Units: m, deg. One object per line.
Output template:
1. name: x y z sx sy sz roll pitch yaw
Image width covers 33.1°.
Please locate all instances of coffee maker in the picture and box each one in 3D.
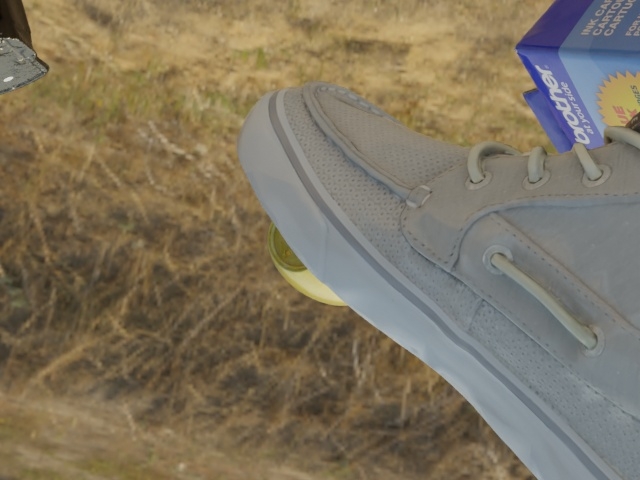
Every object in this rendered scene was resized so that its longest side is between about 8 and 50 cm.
1. coffee maker: -0.349 -0.253 1.065 0.120 0.178 0.171 -15 167 -18

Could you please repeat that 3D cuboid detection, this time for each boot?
1. boot: 0.084 -0.005 0.354 0.095 0.258 0.123 -9 137 -52

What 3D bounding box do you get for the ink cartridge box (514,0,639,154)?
1. ink cartridge box: 0.327 -0.084 0.783 0.270 0.151 0.395 51 165 -30

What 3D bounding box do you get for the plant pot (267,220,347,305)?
1. plant pot: 0.000 0.000 1.104 0.134 0.134 0.095 -10 172 28
